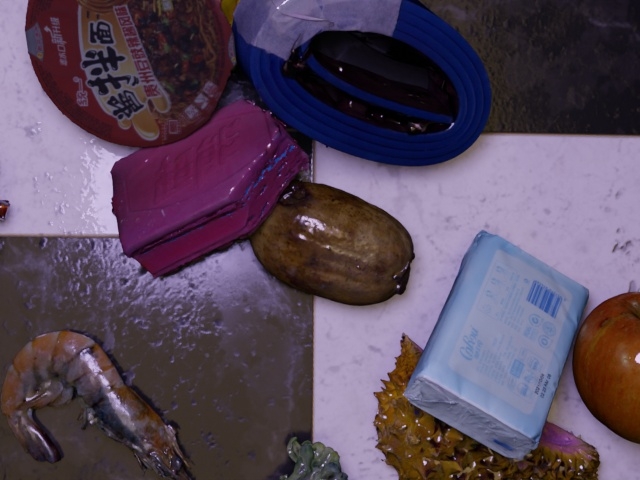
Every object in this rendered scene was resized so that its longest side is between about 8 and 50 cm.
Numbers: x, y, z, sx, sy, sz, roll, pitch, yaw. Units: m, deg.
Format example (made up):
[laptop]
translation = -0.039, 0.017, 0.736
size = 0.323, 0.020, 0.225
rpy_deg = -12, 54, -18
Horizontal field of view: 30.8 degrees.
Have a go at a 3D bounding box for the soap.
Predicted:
[soap]
translation = -0.139, -0.076, 1.492
size = 0.250, 0.099, 0.162
rpy_deg = -26, 50, 12

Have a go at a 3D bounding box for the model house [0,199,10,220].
[model house]
translation = -0.524, -0.035, 1.514
size = 0.207, 0.154, 0.294
rpy_deg = 3, 75, 39

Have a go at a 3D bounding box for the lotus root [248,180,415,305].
[lotus root]
translation = 0.000, 0.000, 1.539
size = 0.260, 0.128, 0.145
rpy_deg = 20, 96, -2

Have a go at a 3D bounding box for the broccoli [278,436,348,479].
[broccoli]
translation = -0.060, 0.350, 1.514
size = 0.274, 0.177, 0.199
rpy_deg = 19, 92, 8

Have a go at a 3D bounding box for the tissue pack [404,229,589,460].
[tissue pack]
translation = 0.232, 0.134, 1.515
size = 0.177, 0.089, 0.263
rpy_deg = 30, 54, -2

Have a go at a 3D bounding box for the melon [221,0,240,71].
[melon]
translation = -0.129, -0.328, 1.541
size = 0.265, 0.129, 0.169
rpy_deg = -34, 106, 23

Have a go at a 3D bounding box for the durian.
[durian]
translation = 0.213, 0.285, 1.550
size = 0.341, 0.112, 0.191
rpy_deg = 32, 84, -4

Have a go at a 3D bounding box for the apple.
[apple]
translation = 0.429, 0.172, 1.534
size = 0.195, 0.196, 0.196
rpy_deg = 0, 88, -4

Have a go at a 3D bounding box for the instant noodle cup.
[instant noodle cup]
translation = -0.232, -0.260, 1.473
size = 0.273, 0.091, 0.274
rpy_deg = 5, 118, 9

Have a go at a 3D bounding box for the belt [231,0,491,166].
[belt]
translation = 0.058, -0.222, 1.484
size = 0.346, 0.117, 0.212
rpy_deg = 20, 111, -28

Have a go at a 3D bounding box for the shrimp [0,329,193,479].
[shrimp]
translation = -0.301, 0.256, 1.547
size = 0.169, 0.058, 0.296
rpy_deg = -43, 89, 5
